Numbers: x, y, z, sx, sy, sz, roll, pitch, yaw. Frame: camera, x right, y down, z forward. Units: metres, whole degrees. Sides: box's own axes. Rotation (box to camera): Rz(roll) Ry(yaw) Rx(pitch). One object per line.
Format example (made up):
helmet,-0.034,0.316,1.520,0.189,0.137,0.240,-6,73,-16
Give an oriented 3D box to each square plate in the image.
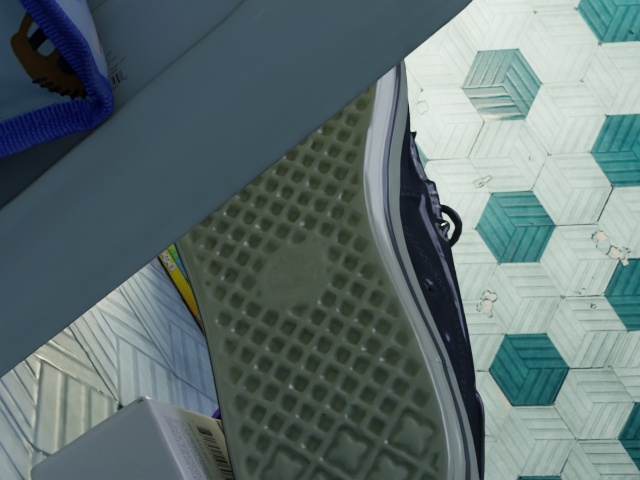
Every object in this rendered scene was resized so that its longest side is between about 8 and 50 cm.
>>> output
square plate,-0.122,-0.123,0.576,0.049,0.347,0.344,39,20,-42

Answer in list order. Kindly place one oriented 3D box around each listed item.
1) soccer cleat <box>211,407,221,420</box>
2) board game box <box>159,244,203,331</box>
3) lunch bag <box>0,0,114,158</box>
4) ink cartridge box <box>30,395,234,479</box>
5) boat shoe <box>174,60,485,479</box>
soccer cleat,-0.018,0.211,0.922,0.116,0.108,0.318,45,-6,47
board game box,-0.079,0.033,1.157,0.170,0.141,0.048,57,6,13
lunch bag,-0.287,-0.225,0.442,0.385,0.239,0.328,60,3,-47
ink cartridge box,-0.066,0.190,0.660,0.148,0.086,0.203,59,6,23
boat shoe,0.000,0.000,0.735,0.156,0.187,0.500,58,17,-56
